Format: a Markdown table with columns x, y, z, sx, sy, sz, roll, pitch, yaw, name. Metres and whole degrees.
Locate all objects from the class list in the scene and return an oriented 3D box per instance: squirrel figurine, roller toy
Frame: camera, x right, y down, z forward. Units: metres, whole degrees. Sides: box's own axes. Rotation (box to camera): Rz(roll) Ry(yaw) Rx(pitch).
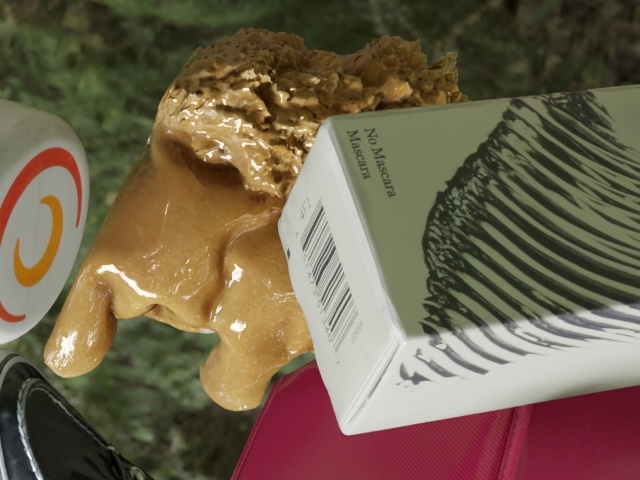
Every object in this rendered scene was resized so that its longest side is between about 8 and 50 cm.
| x | y | z | sx | sy | sz | roll | pitch | yaw | name |
| --- | --- | --- | --- | --- | --- | --- | --- | --- | --- |
| 0.000 | 0.000 | 1.648 | 0.370 | 0.281 | 0.397 | 26 | 119 | -1 | squirrel figurine |
| -0.287 | -0.022 | 1.403 | 0.146 | 0.191 | 0.209 | 17 | 149 | 18 | roller toy |

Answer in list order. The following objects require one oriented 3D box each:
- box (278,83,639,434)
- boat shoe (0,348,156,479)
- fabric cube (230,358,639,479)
| x | y | z | sx | sy | sz | roll | pitch | yaw | name |
| --- | --- | --- | --- | --- | --- | --- | --- | --- | --- |
| 0.130 | 0.000 | 0.760 | 0.275 | 0.113 | 0.094 | -9 | 153 | -21 | box |
| -0.131 | 0.184 | 1.104 | 0.102 | 0.108 | 0.301 | -9 | 123 | 22 | boat shoe |
| 0.107 | 0.187 | 0.887 | 0.259 | 0.254 | 0.258 | 36 | 140 | -18 | fabric cube |
